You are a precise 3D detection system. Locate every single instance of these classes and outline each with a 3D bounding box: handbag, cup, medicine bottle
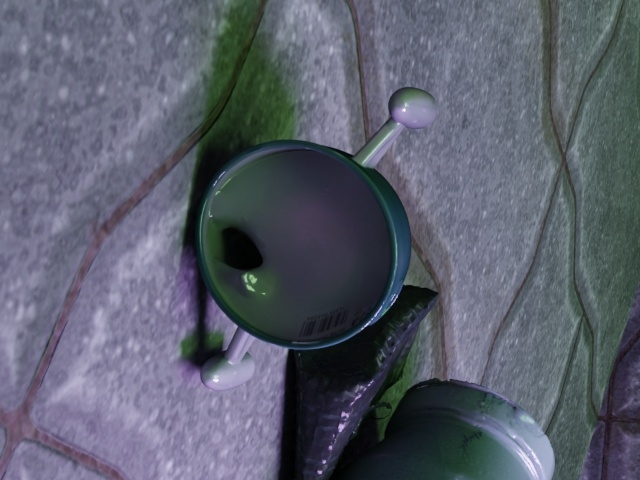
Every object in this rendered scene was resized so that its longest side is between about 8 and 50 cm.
[{"bbox_3d":[0.041,0.145,1.291,0.270,0.089,0.175,-45,149,-52],"label":"handbag"},{"bbox_3d":[0.000,0.000,1.028,0.299,0.167,0.173,-54,170,11],"label":"cup"},{"bbox_3d":[0.116,0.314,1.324,0.290,0.245,0.245,-56,148,-41],"label":"medicine bottle"}]
